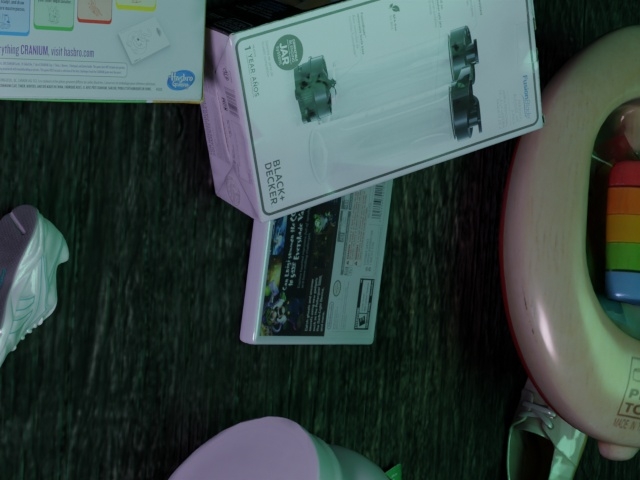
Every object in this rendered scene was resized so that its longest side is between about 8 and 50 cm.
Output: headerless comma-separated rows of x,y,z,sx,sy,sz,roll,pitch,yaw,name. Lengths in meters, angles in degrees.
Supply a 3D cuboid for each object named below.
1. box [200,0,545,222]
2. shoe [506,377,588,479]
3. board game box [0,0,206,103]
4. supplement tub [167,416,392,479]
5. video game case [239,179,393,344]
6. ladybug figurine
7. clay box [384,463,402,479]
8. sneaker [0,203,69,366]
0.044,-0.141,1.461,0.290,0.087,0.169,-20,116,-23,box
0.240,0.227,1.851,0.058,0.077,0.219,-2,100,-55,shoe
-0.183,-0.260,1.269,0.242,0.064,0.316,-3,99,-50,board game box
0.014,0.314,1.457,0.316,0.228,0.228,45,62,-32,supplement tub
0.000,0.000,1.568,0.173,0.022,0.190,4,94,-51,video game case
0.307,0.003,1.785,0.305,0.162,0.449,15,76,-25,ladybug figurine
0.071,0.344,1.686,0.127,0.053,0.222,-28,118,-44,clay box
-0.227,0.053,1.279,0.061,0.054,0.152,42,64,-48,sneaker
